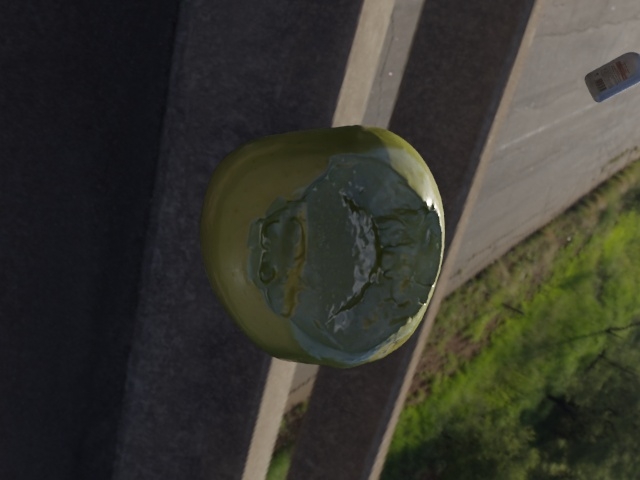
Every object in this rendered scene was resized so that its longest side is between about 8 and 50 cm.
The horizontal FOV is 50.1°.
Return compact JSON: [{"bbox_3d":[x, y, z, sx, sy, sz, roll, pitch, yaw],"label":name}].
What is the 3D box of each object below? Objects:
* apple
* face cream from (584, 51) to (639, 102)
[{"bbox_3d":[0.000,0.000,0.748,0.279,0.279,0.279,-36,140,-38],"label":"apple"},{"bbox_3d":[0.354,-0.196,0.800,0.083,0.040,0.021,-27,162,33],"label":"face cream"}]
